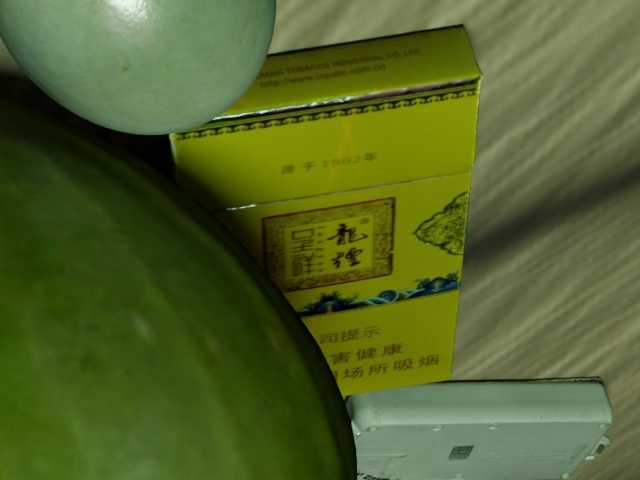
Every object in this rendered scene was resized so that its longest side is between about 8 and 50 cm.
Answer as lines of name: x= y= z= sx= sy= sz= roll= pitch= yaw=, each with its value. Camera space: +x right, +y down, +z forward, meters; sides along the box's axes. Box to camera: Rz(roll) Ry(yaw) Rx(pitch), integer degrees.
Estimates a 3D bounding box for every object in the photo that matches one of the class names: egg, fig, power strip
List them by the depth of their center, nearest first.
egg: x=-0.078 y=-0.107 z=0.808 sx=0.114 sy=0.114 sz=0.152 roll=-19 pitch=143 yaw=7
fig: x=-0.137 y=0.081 z=0.922 sx=0.316 sy=0.316 sz=0.316 roll=-10 pitch=145 yaw=-7
power strip: x=0.094 y=0.124 z=1.267 sx=0.192 sy=0.035 sz=0.081 roll=0 pitch=143 yaw=-20

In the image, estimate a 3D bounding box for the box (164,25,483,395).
box: x=0.000 y=0.001 z=1.057 sx=0.153 sy=0.041 sz=0.279 roll=-9 pitch=146 yaw=-6
